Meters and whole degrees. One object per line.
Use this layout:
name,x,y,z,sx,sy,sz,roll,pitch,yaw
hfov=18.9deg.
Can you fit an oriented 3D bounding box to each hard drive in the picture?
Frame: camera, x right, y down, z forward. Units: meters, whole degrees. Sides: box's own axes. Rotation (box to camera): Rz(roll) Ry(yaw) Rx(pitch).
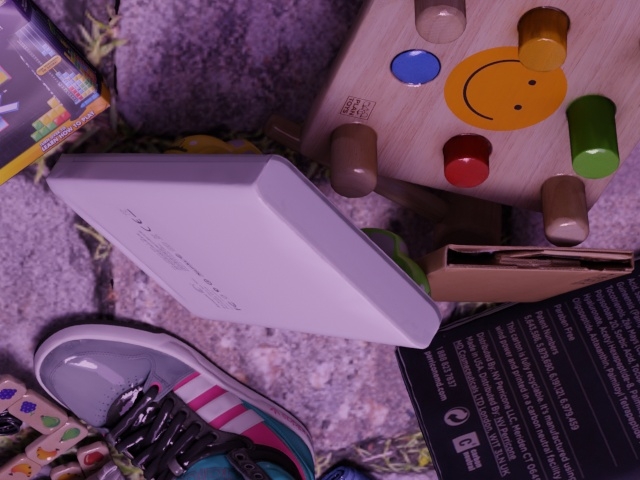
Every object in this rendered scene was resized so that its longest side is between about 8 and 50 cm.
hard drive,-0.068,0.004,1.526,0.203,0.307,0.040,43,67,-30

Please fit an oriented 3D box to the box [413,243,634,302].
box,0.144,0.029,1.608,0.164,0.201,0.021,1,81,-17

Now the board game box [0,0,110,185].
board game box,-0.277,-0.117,1.539,0.170,0.048,0.141,-35,123,13

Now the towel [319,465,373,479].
towel,0.043,0.263,1.854,0.067,0.029,0.119,-42,119,17

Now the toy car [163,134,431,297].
toy car,0.000,0.000,1.563,0.053,0.225,0.239,-58,152,-18

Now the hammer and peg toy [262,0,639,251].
hammer and peg toy,0.115,-0.091,1.514,0.266,0.127,0.361,13,139,-15

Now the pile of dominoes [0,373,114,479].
pile of dominoes,-0.310,0.243,1.748,0.251,0.040,0.196,-36,135,14

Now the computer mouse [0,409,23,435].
computer mouse,-0.328,0.110,1.682,0.106,0.042,0.193,-10,124,-2

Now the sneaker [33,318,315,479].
sneaker,-0.121,0.195,1.691,0.295,0.178,0.124,29,114,-25

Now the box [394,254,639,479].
box,0.377,0.264,1.760,0.471,0.297,0.480,-21,124,2

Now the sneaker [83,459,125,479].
sneaker,-0.145,0.312,1.809,0.115,0.105,0.281,-45,129,0
